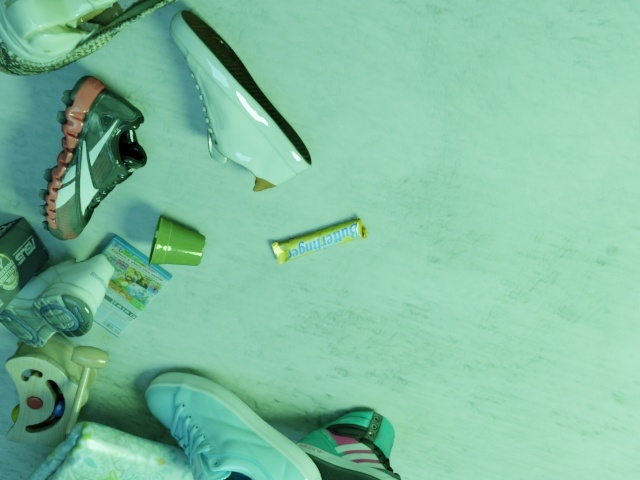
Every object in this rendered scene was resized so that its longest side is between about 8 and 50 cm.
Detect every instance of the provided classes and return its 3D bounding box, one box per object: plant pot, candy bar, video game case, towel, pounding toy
[{"bbox_3d":[-0.230,0.009,1.262,0.079,0.083,0.083,14,119,-15],"label":"plant pot"},{"bbox_3d":[0.000,0.000,1.264,0.161,0.018,0.040,-16,115,14],"label":"candy bar"},{"bbox_3d":[-0.349,0.081,1.342,0.119,0.015,0.166,38,115,-14],"label":"video game case"},{"bbox_3d":[-0.392,0.494,1.413,0.320,0.090,0.374,29,113,-39],"label":"towel"},{"bbox_3d":[-0.492,0.270,1.375,0.154,0.155,0.270,27,117,-14],"label":"pounding toy"}]

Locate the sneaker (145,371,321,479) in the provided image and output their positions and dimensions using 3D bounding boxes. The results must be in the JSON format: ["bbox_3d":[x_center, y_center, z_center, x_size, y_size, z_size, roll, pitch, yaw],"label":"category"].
[{"bbox_3d":[-0.180,0.356,1.337,0.365,0.150,0.135,26,122,21],"label":"sneaker"}]

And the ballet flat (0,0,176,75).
[{"bbox_3d":[-0.292,-0.338,1.019,0.482,0.182,0.164,-21,115,16],"label":"ballet flat"}]

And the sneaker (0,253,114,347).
[{"bbox_3d":[-0.442,0.096,1.294,0.297,0.129,0.111,-8,129,38],"label":"sneaker"}]

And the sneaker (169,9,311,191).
[{"bbox_3d":[-0.142,-0.186,1.127,0.123,0.106,0.290,-31,112,17],"label":"sneaker"}]

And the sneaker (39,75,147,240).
[{"bbox_3d":[-0.342,-0.105,1.194,0.135,0.098,0.276,22,116,-4],"label":"sneaker"}]

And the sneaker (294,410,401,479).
[{"bbox_3d":[0.102,0.397,1.373,0.295,0.178,0.124,18,122,30],"label":"sneaker"}]

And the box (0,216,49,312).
[{"bbox_3d":[-0.634,0.127,1.179,0.318,0.395,0.097,-22,112,15],"label":"box"}]
